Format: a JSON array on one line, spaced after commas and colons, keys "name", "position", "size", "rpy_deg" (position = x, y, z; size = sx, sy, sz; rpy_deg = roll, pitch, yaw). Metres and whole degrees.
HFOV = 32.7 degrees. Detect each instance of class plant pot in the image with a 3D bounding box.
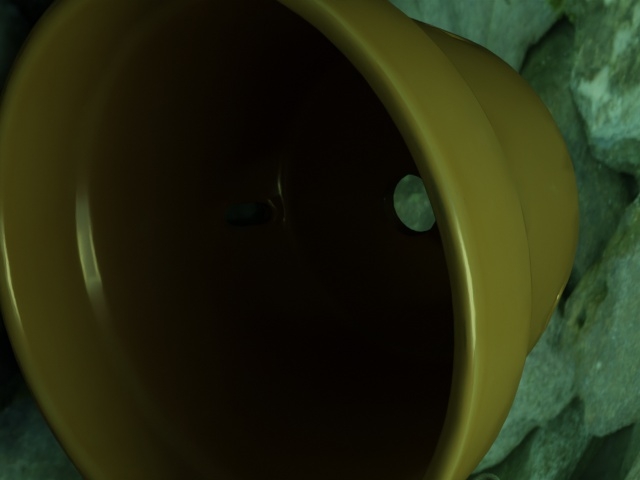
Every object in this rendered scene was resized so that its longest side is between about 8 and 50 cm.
[{"name": "plant pot", "position": [0.000, 0.000, 0.560], "size": [0.203, 0.290, 0.291], "rpy_deg": [-19, 120, -51]}]

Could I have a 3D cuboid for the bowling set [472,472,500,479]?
[{"name": "bowling set", "position": [0.017, 0.245, 0.753], "size": [0.200, 0.154, 0.287], "rpy_deg": [50, 60, -32]}]
